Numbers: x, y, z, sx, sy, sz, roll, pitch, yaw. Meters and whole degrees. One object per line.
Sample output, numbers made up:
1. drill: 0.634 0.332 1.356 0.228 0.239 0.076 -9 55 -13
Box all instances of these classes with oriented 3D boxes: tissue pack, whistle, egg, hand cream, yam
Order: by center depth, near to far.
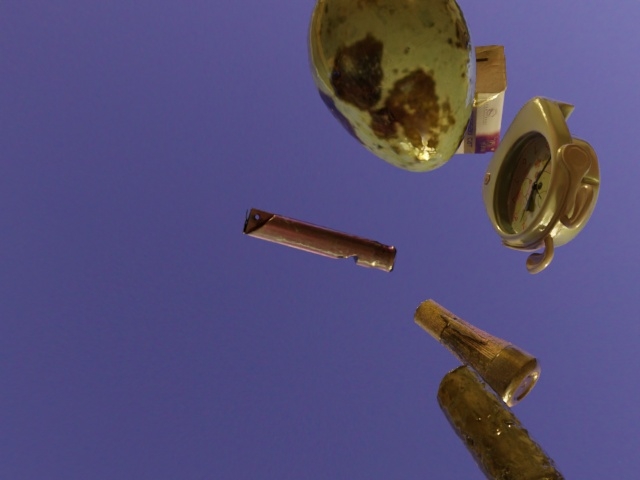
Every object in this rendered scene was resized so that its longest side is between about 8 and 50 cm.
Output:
1. egg: 0.078 -0.182 0.634 0.169 0.169 0.231 -22 -91 -5
2. whistle: 0.000 0.000 0.681 0.177 0.033 0.033 15 -102 1
3. yam: 0.206 0.234 0.718 0.078 0.078 0.179 -29 -139 -6
4. hand cream: 0.221 0.152 0.895 0.084 0.084 0.203 -44 -130 -9
5. tissue pack: 0.225 -0.209 0.928 0.106 0.148 0.099 0 -118 13

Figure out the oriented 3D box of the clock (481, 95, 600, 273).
1. clock: 0.252 -0.059 0.689 0.062 0.151 0.191 11 -138 -12
